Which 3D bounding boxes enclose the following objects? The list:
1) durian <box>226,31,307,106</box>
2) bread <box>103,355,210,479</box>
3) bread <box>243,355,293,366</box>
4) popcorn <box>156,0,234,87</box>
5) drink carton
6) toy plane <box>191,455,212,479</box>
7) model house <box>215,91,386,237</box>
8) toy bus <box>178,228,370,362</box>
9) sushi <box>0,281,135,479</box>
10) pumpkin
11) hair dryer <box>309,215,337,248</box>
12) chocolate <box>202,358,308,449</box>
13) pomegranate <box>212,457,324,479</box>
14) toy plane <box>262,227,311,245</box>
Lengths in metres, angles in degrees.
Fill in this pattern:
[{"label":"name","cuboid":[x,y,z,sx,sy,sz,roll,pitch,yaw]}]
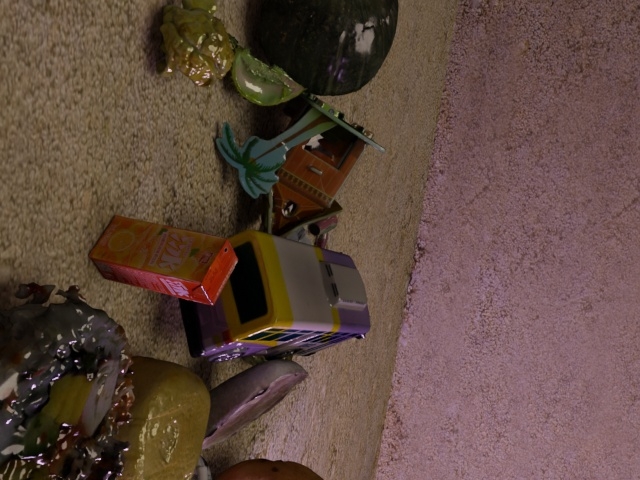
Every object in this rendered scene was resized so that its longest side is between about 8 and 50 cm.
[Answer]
[{"label":"durian","cuboid":[-0.130,-0.344,1.440,0.215,0.100,0.086,26,47,-36]},{"label":"bread","cuboid":[-0.315,0.341,1.297,0.270,0.148,0.270,8,90,-68]},{"label":"bread","cuboid":[-0.108,0.199,1.780,0.152,0.130,0.268,60,45,-58]},{"label":"popcorn","cuboid":[-0.209,-0.336,1.215,0.141,0.135,0.162,44,71,-41]},{"label":"drink carton","cuboid":[-0.258,0.031,1.162,0.071,0.222,0.096,72,35,-51]},{"label":"toy plane","cuboid":[-0.265,0.530,1.427,0.117,0.244,0.245,5,99,-31]},{"label":"model house","cuboid":[-0.095,-0.191,1.619,0.324,0.340,0.300,-58,-158,9]},{"label":"toy bus","cuboid":[-0.077,0.123,1.496,0.440,0.249,0.209,17,54,-59]},{"label":"sushi","cuboid":[-0.401,0.255,0.979,0.417,0.175,0.418,12,90,-69]},{"label":"pumpkin","cuboid":[0.023,-0.484,1.541,0.257,0.291,0.328,111,-6,-52]},{"label":"hair dryer","cuboid":[0.003,0.000,2.072,0.106,0.054,0.154,-39,141,-52]},{"label":"chocolate","cuboid":[-0.179,0.352,1.557,0.303,0.100,0.185,-37,158,13]},{"label":"pomegranate","cuboid":[-0.124,0.722,1.666,0.411,0.411,0.412,12,90,-69]},{"label":"toy plane","cuboid":[-0.116,0.024,1.714,0.267,0.088,0.212,-50,123,-46]}]
